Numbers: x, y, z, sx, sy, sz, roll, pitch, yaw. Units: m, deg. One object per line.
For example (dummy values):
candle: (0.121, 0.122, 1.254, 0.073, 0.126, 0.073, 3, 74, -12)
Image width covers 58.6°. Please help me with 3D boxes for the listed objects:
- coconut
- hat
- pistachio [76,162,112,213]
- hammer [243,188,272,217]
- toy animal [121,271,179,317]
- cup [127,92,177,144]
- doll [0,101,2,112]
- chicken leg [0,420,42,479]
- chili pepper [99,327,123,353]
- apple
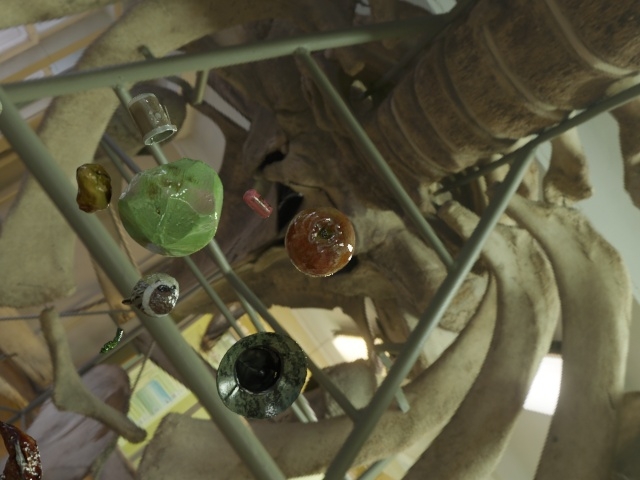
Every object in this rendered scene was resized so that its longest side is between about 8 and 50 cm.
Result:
coconut: (-0.447, -0.095, 1.733, 0.328, 0.328, 0.281, 41, -37, 33)
hat: (-0.174, 0.338, 1.534, 0.128, 0.265, 0.266, 31, -28, 57)
pistachio: (-0.650, -0.153, 1.648, 0.100, 0.110, 0.189, 12, -39, -8)
hammer: (-0.155, -0.092, 1.419, 0.083, 0.043, 0.043, 45, -12, -30)
toy animal: (-0.367, 0.127, 1.218, 0.098, 0.137, 0.098, 62, 6, -11)
cup: (-0.382, -0.286, 1.320, 0.074, 0.102, 0.099, -26, -89, 52)
doll: (-1.127, -0.339, 1.730, 0.235, 0.330, 0.174, 34, -53, -19)
chicken leg: (-0.697, 0.482, 1.304, 0.053, 0.093, 0.205, 87, -18, -70)
chili pepper: (-0.536, 0.262, 1.471, 0.027, 0.083, 0.022, 38, -27, -7)
apple: (0.000, 0.000, 1.505, 0.188, 0.188, 0.174, 51, -16, 6)
